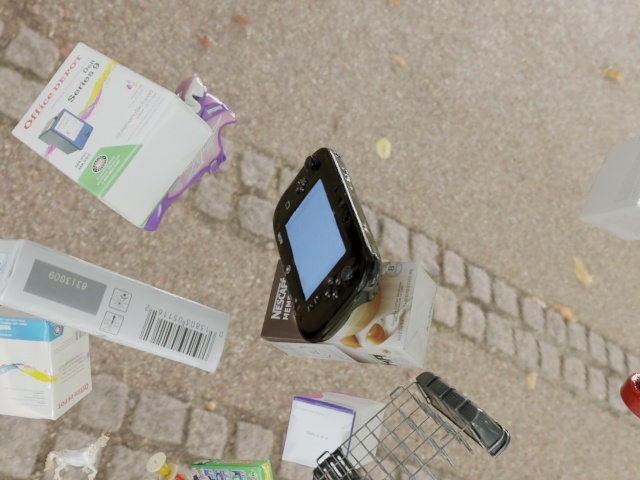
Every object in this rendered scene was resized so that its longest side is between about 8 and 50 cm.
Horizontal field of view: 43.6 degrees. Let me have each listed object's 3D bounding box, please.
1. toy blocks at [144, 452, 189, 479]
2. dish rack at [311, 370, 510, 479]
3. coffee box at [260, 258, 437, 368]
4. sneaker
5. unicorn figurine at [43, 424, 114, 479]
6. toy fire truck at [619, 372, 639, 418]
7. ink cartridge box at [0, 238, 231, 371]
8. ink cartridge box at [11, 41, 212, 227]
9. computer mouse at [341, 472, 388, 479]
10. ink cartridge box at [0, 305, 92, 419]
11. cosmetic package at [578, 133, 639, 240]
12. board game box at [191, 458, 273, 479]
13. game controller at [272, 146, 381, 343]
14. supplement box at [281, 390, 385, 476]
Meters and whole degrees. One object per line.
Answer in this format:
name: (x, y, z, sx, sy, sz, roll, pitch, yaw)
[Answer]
toy blocks: (-0.362, 0.596, 1.905, 0.148, 0.054, 0.123, 56, 33, -34)
dish rack: (0.114, 0.311, 1.157, 0.074, 0.271, 0.208, 53, -8, -17)
coffee box: (0.044, 0.112, 1.260, 0.098, 0.246, 0.141, 43, 53, -53)
sneaker: (-0.195, -0.116, 1.176, 0.104, 0.095, 0.237, 25, 86, -26)
unicorn figurine: (-0.552, 0.503, 1.851, 0.161, 0.111, 0.060, -6, 32, -28)
toy fire truck: (0.636, 0.264, 1.236, 0.253, 0.169, 0.302, 19, 27, -10)
ink cartridge box: (-0.355, 0.088, 1.165, 0.308, 0.385, 0.091, 24, 75, -33)
ink cartridge box: (-0.267, -0.138, 1.015, 0.212, 0.154, 0.093, 33, -6, 36)
computer mouse: (0.100, 0.520, 1.728, 0.071, 0.242, 0.041, 11, 69, -25)
ink cartridge box: (-0.635, 0.259, 1.800, 0.171, 0.168, 0.233, -41, 132, -73)
cosmetic package: (0.416, -0.069, 1.010, 0.085, 0.117, 0.231, 25, 0, 4)
board game box: (-0.191, 0.681, 1.901, 0.046, 0.213, 0.318, -10, 92, -59)
game controller: (0.000, 0.000, 1.164, 0.067, 0.166, 0.319, 32, 25, -33)
supplement box: (0.029, 0.332, 1.408, 0.220, 0.111, 0.114, 19, 81, -70)
